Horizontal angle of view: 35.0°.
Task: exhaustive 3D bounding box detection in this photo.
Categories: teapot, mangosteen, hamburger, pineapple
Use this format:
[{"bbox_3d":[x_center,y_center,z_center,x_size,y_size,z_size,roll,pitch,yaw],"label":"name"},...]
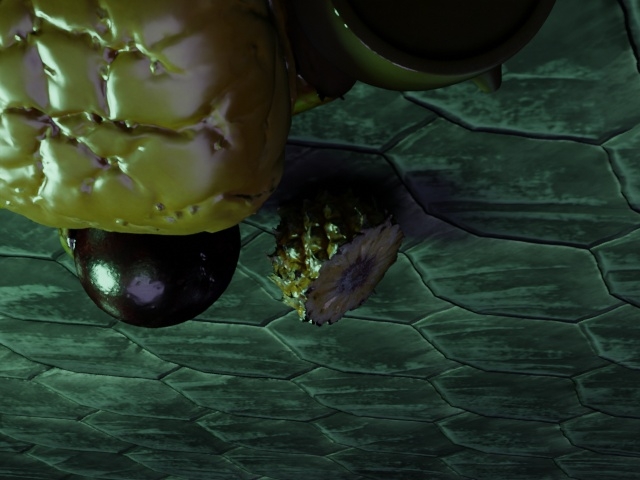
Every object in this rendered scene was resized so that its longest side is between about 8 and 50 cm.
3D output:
[{"bbox_3d":[0.053,-0.210,0.744,0.268,0.185,0.175,46,171,-12],"label":"teapot"},{"bbox_3d":[-0.203,-0.003,1.150,0.230,0.194,0.194,19,161,29],"label":"mangosteen"},{"bbox_3d":[-0.166,-0.138,0.741,0.318,0.158,0.319,7,131,9],"label":"hamburger"},{"bbox_3d":[-0.003,0.001,1.204,0.161,0.137,0.176,-36,153,-19],"label":"pineapple"}]

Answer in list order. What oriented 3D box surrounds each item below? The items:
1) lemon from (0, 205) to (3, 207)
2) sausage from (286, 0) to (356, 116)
[{"bbox_3d":[-0.314,-0.112,0.944,0.193,0.180,0.180,-19,162,-27],"label":"lemon"},{"bbox_3d":[-0.110,-0.138,0.927,0.317,0.125,0.117,-18,137,37],"label":"sausage"}]
